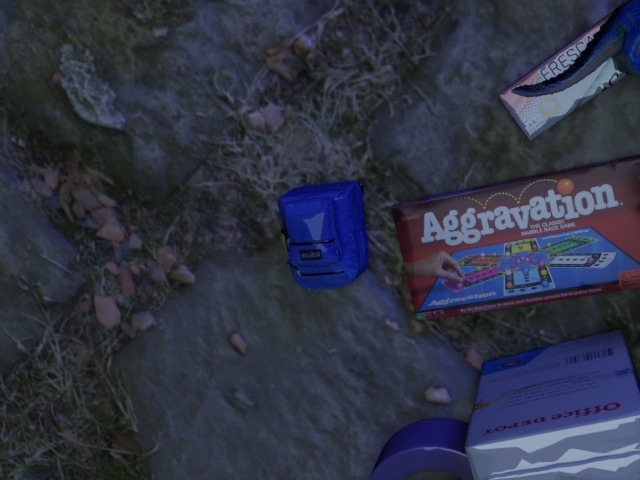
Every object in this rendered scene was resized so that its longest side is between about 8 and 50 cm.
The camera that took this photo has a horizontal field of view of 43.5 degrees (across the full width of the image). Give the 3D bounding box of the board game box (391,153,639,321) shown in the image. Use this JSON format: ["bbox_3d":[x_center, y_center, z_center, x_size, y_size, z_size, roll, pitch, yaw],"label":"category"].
[{"bbox_3d":[0.232,0.002,0.917,0.281,0.027,0.145,-11,98,19],"label":"board game box"}]

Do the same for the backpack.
[{"bbox_3d":[0.000,0.000,0.947,0.098,0.101,0.120,-3,106,24],"label":"backpack"}]

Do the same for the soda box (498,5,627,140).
[{"bbox_3d":[0.279,-0.183,0.842,0.183,0.058,0.063,-36,91,21],"label":"soda box"}]

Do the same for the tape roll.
[{"bbox_3d":[0.151,0.322,0.989,0.189,0.080,0.188,4,105,16],"label":"tape roll"}]

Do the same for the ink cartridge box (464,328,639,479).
[{"bbox_3d":[0.267,0.225,0.849,0.171,0.233,0.168,-17,97,20],"label":"ink cartridge box"}]

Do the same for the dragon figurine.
[{"bbox_3d":[0.312,-0.229,0.741,0.289,0.085,0.144,-14,98,25],"label":"dragon figurine"}]
